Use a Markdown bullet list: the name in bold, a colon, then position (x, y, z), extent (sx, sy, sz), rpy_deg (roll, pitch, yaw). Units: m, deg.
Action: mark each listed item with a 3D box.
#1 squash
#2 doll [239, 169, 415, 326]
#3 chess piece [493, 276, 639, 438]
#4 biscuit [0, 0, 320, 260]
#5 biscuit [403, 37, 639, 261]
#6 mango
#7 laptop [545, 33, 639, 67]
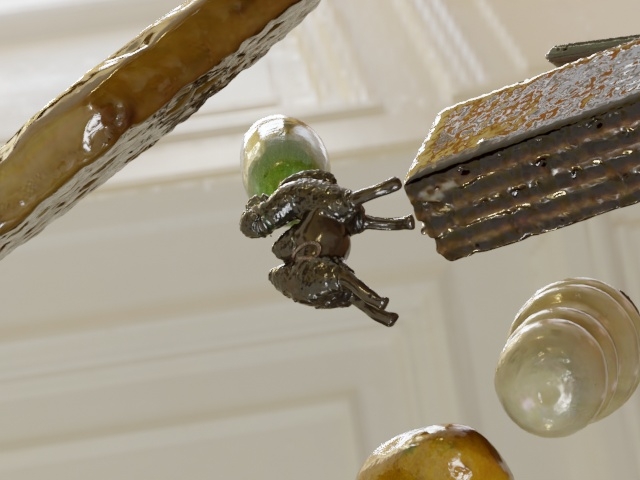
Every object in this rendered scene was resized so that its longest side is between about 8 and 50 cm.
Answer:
- **squash**: position (-0.044, -0.092, 2.144), extent (0.395, 0.107, 0.107), rpy_deg (-104, 6, -79)
- **doll**: position (0.000, 0.000, 1.621), extent (0.057, 0.165, 0.139), rpy_deg (50, -132, -60)
- **chess piece**: position (0.220, 0.112, 1.662), extent (0.261, 0.143, 0.143), rpy_deg (-10, -88, -74)
- **biscuit**: position (-0.127, -0.062, 1.051), extent (0.046, 0.359, 0.359), rpy_deg (52, 176, -2)
- **biscuit**: position (0.179, -0.071, 1.156), extent (0.070, 0.252, 0.106), rpy_deg (58, -148, -21)
- **mango**: position (0.103, 0.231, 1.659), extent (0.227, 0.147, 0.109), rpy_deg (95, -168, -61)
- **laptop**: position (0.382, -0.182, 2.110), extent (0.154, 0.207, 0.026), rpy_deg (-4, 65, 47)
